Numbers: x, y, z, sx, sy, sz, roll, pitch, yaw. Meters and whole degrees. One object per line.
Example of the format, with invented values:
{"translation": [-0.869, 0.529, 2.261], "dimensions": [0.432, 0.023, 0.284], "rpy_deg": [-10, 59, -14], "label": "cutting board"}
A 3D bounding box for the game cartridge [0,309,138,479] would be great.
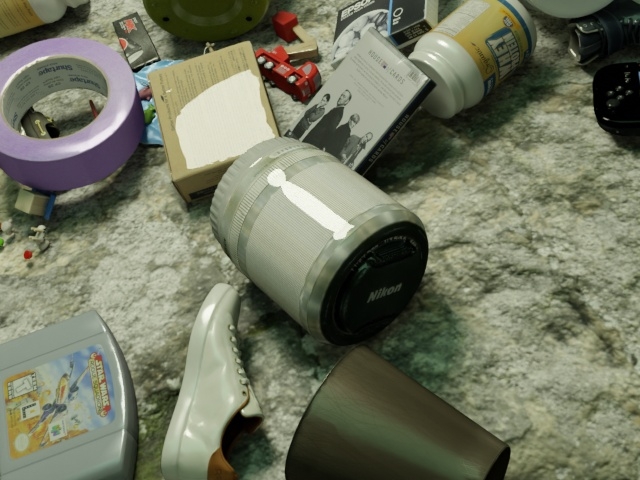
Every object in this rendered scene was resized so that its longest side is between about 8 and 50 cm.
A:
{"translation": [-0.368, 0.240, 1.362], "dimensions": [0.198, 0.062, 0.297], "rpy_deg": [-24, 50, 1], "label": "game cartridge"}

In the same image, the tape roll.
{"translation": [-0.450, -0.223, 1.638], "dimensions": [0.274, 0.090, 0.275], "rpy_deg": [-1, 58, 2], "label": "tape roll"}

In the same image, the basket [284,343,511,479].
{"translation": [0.103, 0.262, 1.160], "dimensions": [0.226, 0.154, 0.204], "rpy_deg": [24, 63, 25], "label": "basket"}

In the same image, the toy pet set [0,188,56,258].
{"translation": [-0.501, -0.033, 1.623], "dimensions": [0.122, 0.065, 0.114], "rpy_deg": [21, 95, 31], "label": "toy pet set"}

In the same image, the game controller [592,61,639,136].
{"translation": [0.590, -0.229, 1.467], "dimensions": [0.319, 0.067, 0.166], "rpy_deg": [0, 53, 14], "label": "game controller"}

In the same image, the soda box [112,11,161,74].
{"translation": [-0.354, -0.374, 1.840], "dimensions": [0.060, 0.053, 0.169], "rpy_deg": [-25, 50, -5], "label": "soda box"}

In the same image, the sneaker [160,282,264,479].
{"translation": [-0.126, 0.199, 1.307], "dimensions": [0.123, 0.106, 0.290], "rpy_deg": [5, 63, 10], "label": "sneaker"}

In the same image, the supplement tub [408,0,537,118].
{"translation": [0.247, -0.310, 1.572], "dimensions": [0.199, 0.144, 0.144], "rpy_deg": [-42, 54, -18], "label": "supplement tub"}

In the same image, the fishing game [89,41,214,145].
{"translation": [-0.288, -0.257, 1.720], "dimensions": [0.264, 0.041, 0.189], "rpy_deg": [-24, 65, -4], "label": "fishing game"}

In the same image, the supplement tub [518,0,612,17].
{"translation": [0.384, -0.528, 1.604], "dimensions": [0.235, 0.235, 0.325], "rpy_deg": [-17, 33, 2], "label": "supplement tub"}

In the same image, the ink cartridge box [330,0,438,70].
{"translation": [0.119, -0.417, 1.706], "dimensions": [0.206, 0.045, 0.208], "rpy_deg": [-21, 44, 32], "label": "ink cartridge box"}

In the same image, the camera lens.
{"translation": [0.000, 0.000, 1.343], "dimensions": [0.219, 0.219, 0.274], "rpy_deg": [-39, 53, -16], "label": "camera lens"}

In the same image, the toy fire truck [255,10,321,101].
{"translation": [-0.051, -0.342, 1.739], "dimensions": [0.135, 0.047, 0.192], "rpy_deg": [-41, 54, -19], "label": "toy fire truck"}

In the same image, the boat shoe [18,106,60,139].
{"translation": [-0.507, -0.185, 1.719], "dimensions": [0.068, 0.081, 0.228], "rpy_deg": [-23, 57, -8], "label": "boat shoe"}

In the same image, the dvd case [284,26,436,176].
{"translation": [0.060, -0.212, 1.545], "dimensions": [0.239, 0.029, 0.179], "rpy_deg": [-50, 50, 14], "label": "dvd case"}

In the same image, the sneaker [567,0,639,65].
{"translation": [0.511, -0.331, 1.546], "dimensions": [0.163, 0.086, 0.226], "rpy_deg": [-30, 41, -23], "label": "sneaker"}

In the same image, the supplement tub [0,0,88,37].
{"translation": [-0.661, -0.538, 1.939], "dimensions": [0.316, 0.228, 0.228], "rpy_deg": [-16, 50, 2], "label": "supplement tub"}

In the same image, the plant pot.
{"translation": [-0.224, -0.592, 1.816], "dimensions": [0.366, 0.366, 0.353], "rpy_deg": [-9, 62, 8], "label": "plant pot"}

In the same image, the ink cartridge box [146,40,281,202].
{"translation": [-0.175, -0.204, 1.609], "dimensions": [0.193, 0.088, 0.235], "rpy_deg": [-18, 63, 2], "label": "ink cartridge box"}
